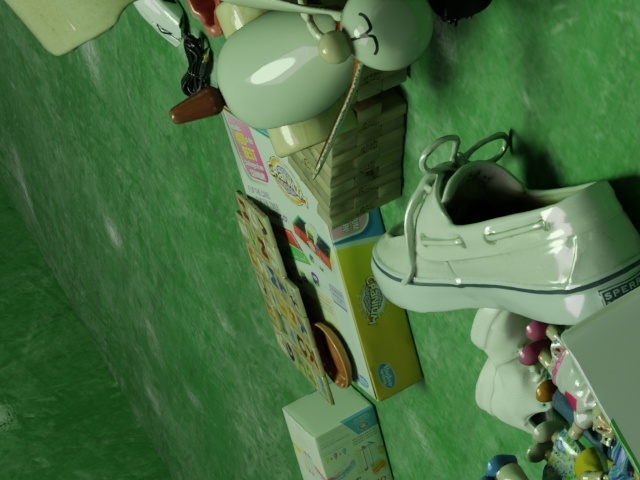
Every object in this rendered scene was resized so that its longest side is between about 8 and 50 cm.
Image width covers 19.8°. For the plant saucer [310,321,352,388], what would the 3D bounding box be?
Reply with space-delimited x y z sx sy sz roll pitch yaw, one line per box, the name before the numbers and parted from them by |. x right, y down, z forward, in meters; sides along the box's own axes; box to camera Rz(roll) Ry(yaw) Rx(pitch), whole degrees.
plant saucer | 0.014 0.131 2.115 0.083 0.013 0.083 53 159 30

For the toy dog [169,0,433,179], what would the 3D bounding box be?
toy dog | -0.034 -0.152 1.553 0.220 0.161 0.334 58 162 14

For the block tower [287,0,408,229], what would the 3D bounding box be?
block tower | 0.025 -0.157 1.791 0.097 0.091 0.335 54 158 32

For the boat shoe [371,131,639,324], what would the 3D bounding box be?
boat shoe | 0.138 -0.024 1.586 0.367 0.136 0.156 9 123 65

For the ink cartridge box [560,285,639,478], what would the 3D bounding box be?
ink cartridge box | 0.264 0.109 1.329 0.153 0.087 0.208 61 -164 11

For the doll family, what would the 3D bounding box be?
doll family | 0.250 0.191 1.640 0.163 0.118 0.263 50 139 43

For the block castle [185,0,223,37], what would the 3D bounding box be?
block castle | -0.153 -0.445 1.705 0.453 0.213 0.303 59 161 17

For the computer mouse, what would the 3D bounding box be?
computer mouse | -0.200 -0.280 2.325 0.193 0.042 0.106 58 162 18

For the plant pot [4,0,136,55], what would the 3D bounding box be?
plant pot | -0.296 -0.392 2.075 0.305 0.334 0.334 56 164 -14

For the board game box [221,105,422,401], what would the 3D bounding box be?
board game box | 0.000 0.000 2.108 0.242 0.064 0.316 36 147 55

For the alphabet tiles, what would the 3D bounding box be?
alphabet tiles | -0.049 0.061 2.186 0.198 0.009 0.237 -138 27 -64

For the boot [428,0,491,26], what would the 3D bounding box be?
boot | 0.052 -0.310 1.505 0.246 0.094 0.207 42 149 36

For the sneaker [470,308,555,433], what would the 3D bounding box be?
sneaker | 0.199 0.112 1.722 0.094 0.080 0.212 38 157 29

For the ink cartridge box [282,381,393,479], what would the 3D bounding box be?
ink cartridge box | 0.025 0.269 2.351 0.090 0.092 0.143 37 149 54
